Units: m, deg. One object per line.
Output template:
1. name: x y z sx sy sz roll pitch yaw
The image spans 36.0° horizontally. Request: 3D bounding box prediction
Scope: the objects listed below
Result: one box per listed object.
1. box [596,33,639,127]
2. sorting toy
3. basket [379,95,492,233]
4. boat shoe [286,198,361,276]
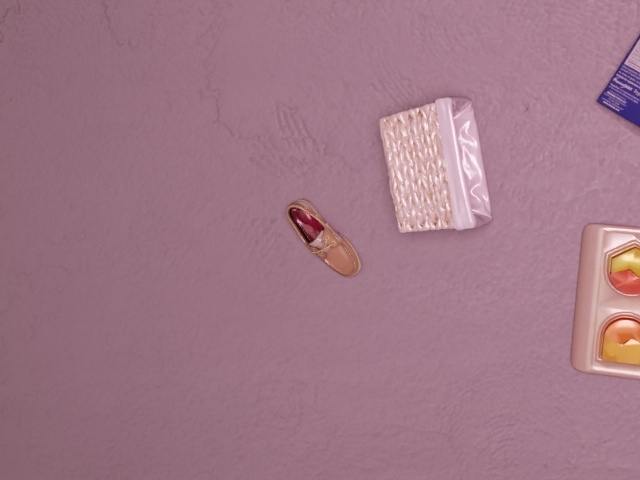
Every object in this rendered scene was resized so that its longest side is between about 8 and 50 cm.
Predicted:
1. box: 0.441 -0.227 1.152 0.136 0.036 0.225 43 112 38
2. sorting toy: 0.422 0.083 1.221 0.208 0.038 0.193 6 99 20
3. basket: 0.148 -0.093 1.265 0.103 0.113 0.167 -10 92 23
4. boat shoe: 0.000 0.000 1.366 0.135 0.045 0.050 45 109 10
